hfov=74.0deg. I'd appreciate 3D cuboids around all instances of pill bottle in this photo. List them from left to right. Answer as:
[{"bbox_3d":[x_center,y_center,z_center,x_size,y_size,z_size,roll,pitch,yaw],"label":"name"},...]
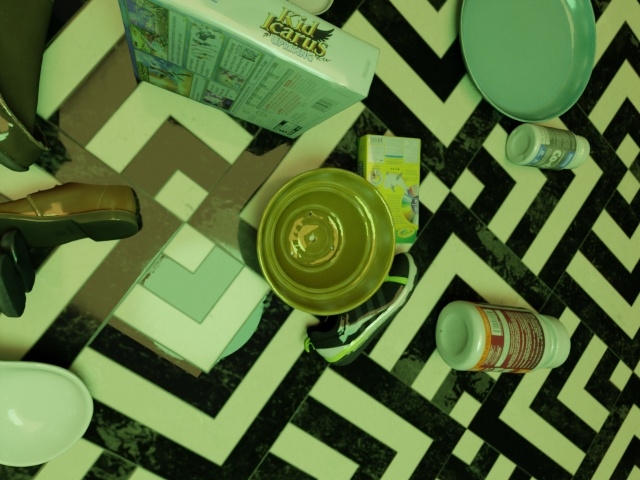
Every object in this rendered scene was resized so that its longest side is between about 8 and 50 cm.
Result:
[{"bbox_3d":[0.334,0.179,0.777,0.221,0.121,0.121,9,91,-20],"label":"pill bottle"},{"bbox_3d":[0.433,-0.175,0.807,0.137,0.078,0.078,3,93,-19],"label":"pill bottle"}]

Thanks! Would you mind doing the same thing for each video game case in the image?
[{"bbox_3d":[-0.098,-0.213,0.512,0.244,0.269,0.061,16,88,-20],"label":"video game case"}]

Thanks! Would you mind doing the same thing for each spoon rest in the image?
[{"bbox_3d":[-0.420,0.179,0.527,0.276,0.084,0.137,44,80,-17],"label":"spoon rest"}]

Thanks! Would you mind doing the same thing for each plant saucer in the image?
[{"bbox_3d":[0.381,-0.378,0.792,0.318,0.044,0.317,-1,94,-20],"label":"plant saucer"}]

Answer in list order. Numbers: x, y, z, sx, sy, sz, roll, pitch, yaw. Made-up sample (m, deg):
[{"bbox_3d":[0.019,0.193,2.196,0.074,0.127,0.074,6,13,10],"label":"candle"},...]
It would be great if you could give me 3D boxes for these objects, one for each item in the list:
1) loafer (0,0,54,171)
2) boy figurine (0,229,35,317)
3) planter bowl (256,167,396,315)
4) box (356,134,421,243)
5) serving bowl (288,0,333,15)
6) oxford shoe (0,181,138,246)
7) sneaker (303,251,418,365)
[{"bbox_3d":[-0.376,-0.264,0.480,0.130,0.134,0.365,-16,100,-18],"label":"loafer"},{"bbox_3d":[-0.479,0.053,0.442,0.285,0.177,0.092,-8,123,-21],"label":"boy figurine"},{"bbox_3d":[0.000,0.000,0.659,0.217,0.090,0.217,-1,94,-20],"label":"planter bowl"},{"bbox_3d":[0.115,-0.083,0.720,0.105,0.043,0.179,0,92,-20],"label":"box"},{"bbox_3d":[-0.021,-0.386,0.654,0.083,0.027,0.083,-2,95,-19],"label":"serving bowl"},{"bbox_3d":[-0.351,-0.039,0.554,0.212,0.076,0.076,-4,65,-16],"label":"oxford shoe"},{"bbox_3d":[0.065,0.099,0.694,0.097,0.084,0.234,42,80,-16],"label":"sneaker"}]
